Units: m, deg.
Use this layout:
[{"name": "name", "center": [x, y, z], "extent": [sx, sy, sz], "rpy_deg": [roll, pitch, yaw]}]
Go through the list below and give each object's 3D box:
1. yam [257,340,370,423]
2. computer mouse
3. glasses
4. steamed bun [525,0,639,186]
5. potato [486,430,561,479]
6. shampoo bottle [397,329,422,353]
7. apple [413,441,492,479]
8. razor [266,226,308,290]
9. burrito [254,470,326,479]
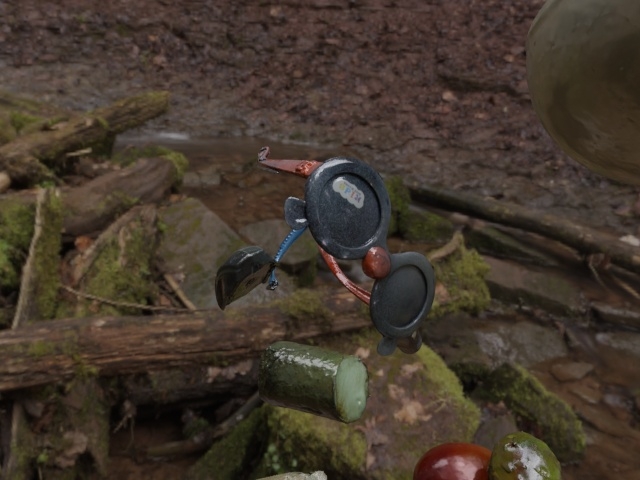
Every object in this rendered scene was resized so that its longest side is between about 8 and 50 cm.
[{"name": "yam", "center": [-0.025, 0.387, 1.717], "extent": [0.300, 0.195, 0.195], "rpy_deg": [4, 19, 35]}, {"name": "computer mouse", "center": [-0.162, 0.067, 1.252], "extent": [0.126, 0.231, 0.071], "rpy_deg": [-34, 80, -23]}, {"name": "glasses", "center": [0.000, 0.000, 0.744], "extent": [0.118, 0.234, 0.268], "rpy_deg": [-44, 28, -16]}, {"name": "steamed bun", "center": [0.308, -0.135, 0.456], "extent": [0.283, 0.177, 0.283], "rpy_deg": [-19, -9, -3]}, {"name": "potato", "center": [0.390, 0.516, 1.165], "extent": [0.141, 0.298, 0.176], "rpy_deg": [-6, -22, 19]}, {"name": "shampoo bottle", "center": [0.161, 0.179, 1.255], "extent": [0.064, 0.207, 0.057], "rpy_deg": [0, 65, 19]}, {"name": "apple", "center": [0.302, 0.551, 1.337], "extent": [0.201, 0.218, 0.218], "rpy_deg": [-9, 19, 17]}, {"name": "razor", "center": [-0.070, 0.006, 1.494], "extent": [0.042, 0.253, 0.082], "rpy_deg": [31, -8, -10]}, {"name": "burrito", "center": [-0.077, 0.406, 0.999], "extent": [0.188, 0.045, 0.058], "rpy_deg": [-17, -11, 7]}]
